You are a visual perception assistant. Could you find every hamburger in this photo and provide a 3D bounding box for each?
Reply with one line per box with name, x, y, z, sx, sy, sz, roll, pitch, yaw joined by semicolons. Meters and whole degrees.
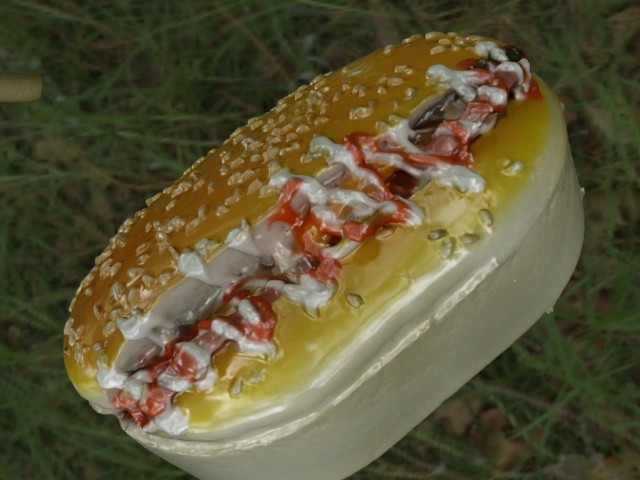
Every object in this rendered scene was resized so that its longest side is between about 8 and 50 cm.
hamburger;0.000;0.000;0.714;0.295;0.151;0.227;-43;31;-7

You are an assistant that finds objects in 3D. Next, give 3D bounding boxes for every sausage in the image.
sausage;-0.259;-0.110;0.934;0.024;0.132;0.024;5;96;52
